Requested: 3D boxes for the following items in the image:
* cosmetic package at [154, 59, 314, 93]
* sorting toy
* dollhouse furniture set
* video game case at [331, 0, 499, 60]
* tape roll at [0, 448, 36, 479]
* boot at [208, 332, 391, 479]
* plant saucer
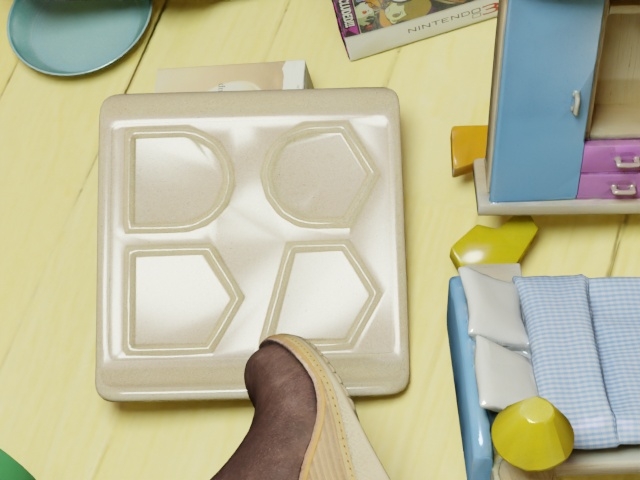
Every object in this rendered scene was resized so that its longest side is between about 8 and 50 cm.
[{"bbox_3d":[-0.065,-0.097,1.160,0.115,0.041,0.060,-3,61,9],"label":"cosmetic package"},{"bbox_3d":[0.000,0.000,1.081,0.307,0.041,0.229,-1,71,0],"label":"sorting toy"},{"bbox_3d":[0.220,-0.010,0.899,0.286,0.198,0.303,-1,47,0],"label":"dollhouse furniture set"},{"bbox_3d":[0.098,-0.232,1.093,0.210,0.232,0.042,-17,61,1],"label":"video game case"},{"bbox_3d":[-0.322,0.134,0.917,0.321,0.321,0.077,12,64,18],"label":"tape roll"},{"bbox_3d":[-0.065,0.160,0.905,0.207,0.090,0.248,-24,32,-7],"label":"boot"},{"bbox_3d":[-0.188,-0.174,1.241,0.119,0.021,0.119,-5,60,9],"label":"plant saucer"}]
